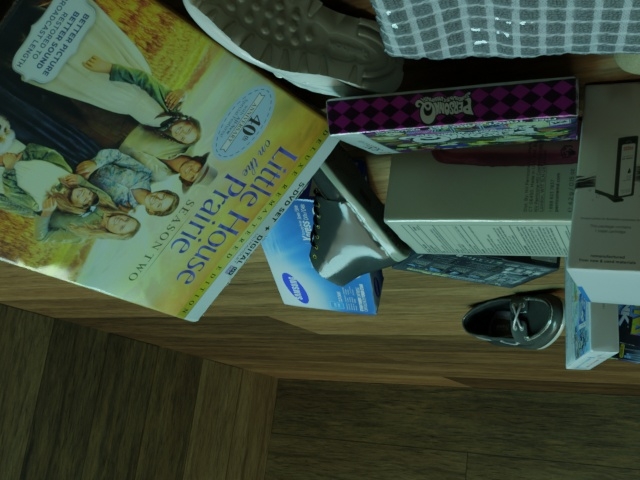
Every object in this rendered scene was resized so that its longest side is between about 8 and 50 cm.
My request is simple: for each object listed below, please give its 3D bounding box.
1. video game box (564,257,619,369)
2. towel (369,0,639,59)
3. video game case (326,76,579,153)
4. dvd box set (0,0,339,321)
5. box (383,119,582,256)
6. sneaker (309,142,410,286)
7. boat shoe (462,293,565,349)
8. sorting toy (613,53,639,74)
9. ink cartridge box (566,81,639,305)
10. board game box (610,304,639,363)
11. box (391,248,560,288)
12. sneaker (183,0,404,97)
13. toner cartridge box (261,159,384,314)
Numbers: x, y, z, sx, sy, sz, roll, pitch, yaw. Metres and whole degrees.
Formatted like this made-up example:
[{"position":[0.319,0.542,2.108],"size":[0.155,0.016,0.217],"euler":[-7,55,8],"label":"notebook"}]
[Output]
[{"position":[0.416,0.086,1.347],"size":[0.048,0.205,0.187],"euler":[2,165,7],"label":"video game box"},{"position":[0.135,-0.214,0.556],"size":[0.235,0.121,0.283],"euler":[3,164,15],"label":"towel"},{"position":[0.144,-0.123,0.892],"size":[0.232,0.041,0.210],"euler":[-3,180,16],"label":"video game case"},{"position":[-0.197,-0.087,0.906],"size":[0.420,0.307,0.062],"euler":[28,-165,-50],"label":"dvd box set"},{"position":[0.213,-0.059,1.066],"size":[0.233,0.126,0.149],"euler":[1,164,24],"label":"box"},{"position":[0.007,-0.037,1.123],"size":[0.118,0.083,0.222],"euler":[-31,106,24],"label":"sneaker"},{"position":[0.403,0.174,1.849],"size":[0.096,0.112,0.335],"euler":[7,169,-13],"label":"boat shoe"},{"position":[0.402,-0.183,0.684],"size":[0.229,0.041,0.307],"euler":[9,165,-5],"label":"sorting toy"},{"position":[0.322,-0.046,0.921],"size":[0.086,0.203,0.148],"euler":[2,164,27],"label":"ink cartridge box"},{"position":[0.513,0.117,1.464],"size":[0.141,0.170,0.048],"euler":[9,174,-7],"label":"board game box"},{"position":[0.257,0.023,1.470],"size":[0.233,0.059,0.183],"euler":[10,164,-11],"label":"box"},{"position":[-0.034,-0.187,0.822],"size":[0.235,0.090,0.095],"euler":[20,170,-33],"label":"sneaker"},{"position":[0.000,0.000,1.335],"size":[0.165,0.075,0.347],"euler":[7,151,13],"label":"toner cartridge box"}]
